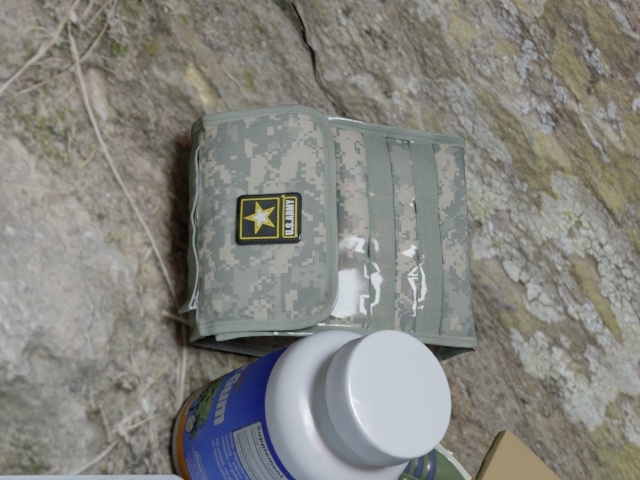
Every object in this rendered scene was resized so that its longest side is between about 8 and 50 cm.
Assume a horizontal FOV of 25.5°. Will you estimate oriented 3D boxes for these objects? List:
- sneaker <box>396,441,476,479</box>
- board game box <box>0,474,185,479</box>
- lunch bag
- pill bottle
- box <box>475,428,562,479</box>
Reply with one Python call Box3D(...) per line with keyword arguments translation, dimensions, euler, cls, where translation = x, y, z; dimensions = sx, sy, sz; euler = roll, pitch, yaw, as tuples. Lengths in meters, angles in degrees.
Box3D(translation=(0.080, 0.229, 1.463), dimensions=(0.086, 0.064, 0.192), euler=(-46, 103, -25), cls="sneaker")
Box3D(translation=(-0.137, 0.331, 1.069), dimensions=(0.390, 0.050, 0.390), euler=(46, 19, 31), cls="board game box")
Box3D(translation=(0.000, 0.000, 1.430), dimensions=(0.287, 0.169, 0.235), euler=(7, 71, -25), cls="lunch bag")
Box3D(translation=(-0.009, 0.168, 1.282), dimensions=(0.152, 0.272, 0.152), euler=(15, 63, -31), cls="pill bottle")
Box3D(translation=(0.217, 0.333, 1.538), dimensions=(0.164, 0.021, 0.201), euler=(44, 52, -14), cls="box")
